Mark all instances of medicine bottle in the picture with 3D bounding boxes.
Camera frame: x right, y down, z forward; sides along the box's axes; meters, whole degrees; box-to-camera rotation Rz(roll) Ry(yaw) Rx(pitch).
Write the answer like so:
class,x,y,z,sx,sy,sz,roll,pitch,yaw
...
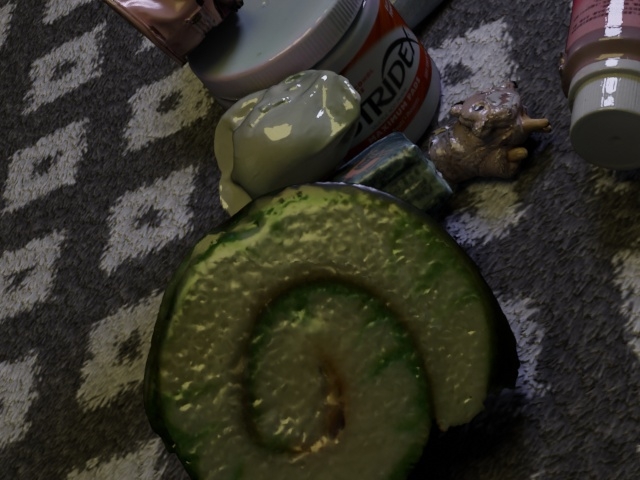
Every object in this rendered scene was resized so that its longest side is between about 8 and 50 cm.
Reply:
class,x,y,z,sx,sy,sz,roll,pitch,yaw
medicine bottle,0.342,-0.202,1.664,0.147,0.147,0.247,-13,46,33
medicine bottle,-0.006,-0.223,1.915,0.252,0.241,0.252,-25,40,23

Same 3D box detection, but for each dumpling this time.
class,x,y,z,sx,sy,sz,roll,pitch,yaw
dumpling,-0.044,-0.123,1.745,0.229,0.124,0.151,-38,61,23

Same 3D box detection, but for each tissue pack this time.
class,x,y,z,sx,sy,sz,roll,pitch,yaw
tissue pack,0.000,0.000,1.740,0.315,0.103,0.228,-38,5,4

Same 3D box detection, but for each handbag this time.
class,x,y,z,sx,sy,sz,roll,pitch,yaw
handbag,-0.196,-0.310,1.832,0.116,0.179,0.205,-49,30,4

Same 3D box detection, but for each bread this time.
class,x,y,z,sx,sy,sz,roll,pitch,yaw
bread,0.015,0.126,1.544,0.382,0.129,0.366,2,82,11

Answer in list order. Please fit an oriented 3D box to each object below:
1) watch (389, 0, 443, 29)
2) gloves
class,x,y,z,sx,sy,sz,roll,pitch,yaw
watch,0.099,-0.360,2.105,0.206,0.068,0.193,-47,33,-12
gloves,0.193,-0.127,1.771,0.144,0.094,0.110,-39,25,17
